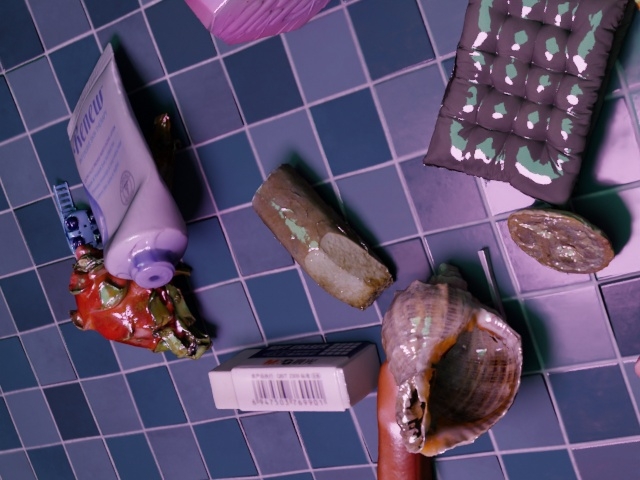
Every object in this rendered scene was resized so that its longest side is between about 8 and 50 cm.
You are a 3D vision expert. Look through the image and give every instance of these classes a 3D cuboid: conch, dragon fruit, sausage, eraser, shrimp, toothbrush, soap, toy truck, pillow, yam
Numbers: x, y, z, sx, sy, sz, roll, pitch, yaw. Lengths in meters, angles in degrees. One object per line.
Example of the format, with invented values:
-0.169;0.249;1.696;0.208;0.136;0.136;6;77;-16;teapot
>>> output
0.190;0.182;1.656;0.210;0.159;0.291;12;83;-2;conch
-0.319;0.109;1.931;0.269;0.200;0.198;29;77;23;dragon fruit
0.139;0.326;1.793;0.089;0.083;0.300;13;111;36;sausage
-0.044;0.231;1.846;0.279;0.124;0.081;-6;103;33;eraser
-0.314;-0.111;1.933;0.154;0.062;0.294;41;125;21;shrimp
0.273;0.105;1.668;0.017;0.014;0.194;-7;104;37;toothbrush
-0.089;-0.370;1.532;0.193;0.324;0.109;-39;83;35;soap
-0.462;-0.044;2.052;0.074;0.063;0.136;-3;103;53;toy truck
0.281;-0.222;1.496;0.228;0.101;0.326;21;119;21;pillow
0.000;0.000;1.751;0.259;0.106;0.106;47;125;10;yam

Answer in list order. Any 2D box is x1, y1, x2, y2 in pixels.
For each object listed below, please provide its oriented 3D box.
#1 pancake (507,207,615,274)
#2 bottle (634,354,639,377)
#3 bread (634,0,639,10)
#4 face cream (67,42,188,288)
0.339;-0.002;1.538;0.158;0.028;0.158;23;156;11;pancake
0.587;0.182;1.411;0.297;0.173;0.206;39;90;15;bottle
0.441;-0.379;1.311;0.160;0.147;0.260;-35;83;45;bread
-0.339;-0.106;1.861;0.235;0.137;0.420;-52;52;43;face cream
